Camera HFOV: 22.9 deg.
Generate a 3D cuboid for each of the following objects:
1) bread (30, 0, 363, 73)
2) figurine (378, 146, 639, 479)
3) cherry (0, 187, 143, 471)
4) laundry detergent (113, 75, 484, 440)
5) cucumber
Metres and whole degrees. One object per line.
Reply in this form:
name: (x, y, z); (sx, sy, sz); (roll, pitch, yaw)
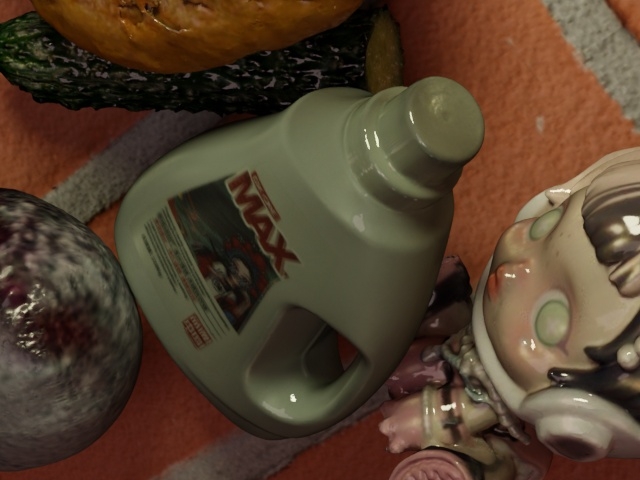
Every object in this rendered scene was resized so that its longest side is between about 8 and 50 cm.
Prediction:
bread: (-0.080, -0.307, 1.144); (0.358, 0.204, 0.337); (-12, 108, 29)
figurine: (0.205, 0.068, 1.225); (0.211, 0.253, 0.361); (14, 141, -37)
cherry: (-0.278, 0.079, 1.390); (0.296, 0.218, 0.255); (9, 112, 51)
laundry detergent: (0.000, 0.000, 1.215); (0.398, 0.124, 0.264); (-34, 83, 54)
cucumber: (-0.114, -0.146, 1.300); (0.359, 0.096, 0.096); (2, 115, 20)
